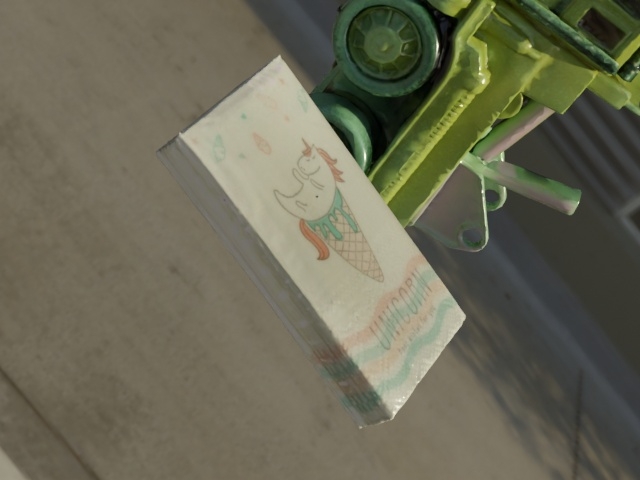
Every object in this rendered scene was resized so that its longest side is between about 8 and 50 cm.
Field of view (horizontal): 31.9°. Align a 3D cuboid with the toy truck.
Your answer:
[{"bbox_3d":[0.093,-0.100,0.485,0.135,0.259,0.128,34,31,1],"label":"toy truck"}]

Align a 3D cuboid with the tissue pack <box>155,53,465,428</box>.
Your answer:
[{"bbox_3d":[0.000,0.000,0.349,0.108,0.023,0.056,53,46,-11],"label":"tissue pack"}]
